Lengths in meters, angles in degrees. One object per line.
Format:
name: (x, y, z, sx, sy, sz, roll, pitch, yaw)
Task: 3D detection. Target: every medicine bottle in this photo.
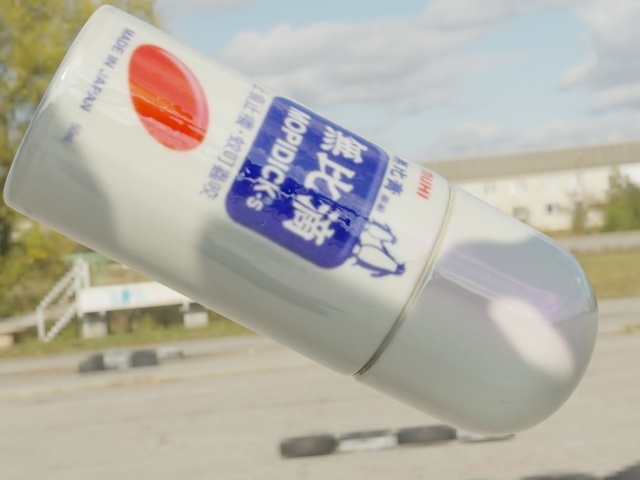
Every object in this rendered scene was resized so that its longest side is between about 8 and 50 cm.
medicine bottle: (0.000, 0.000, 0.808, 0.341, 0.130, 0.130, 28, -5, -7)
